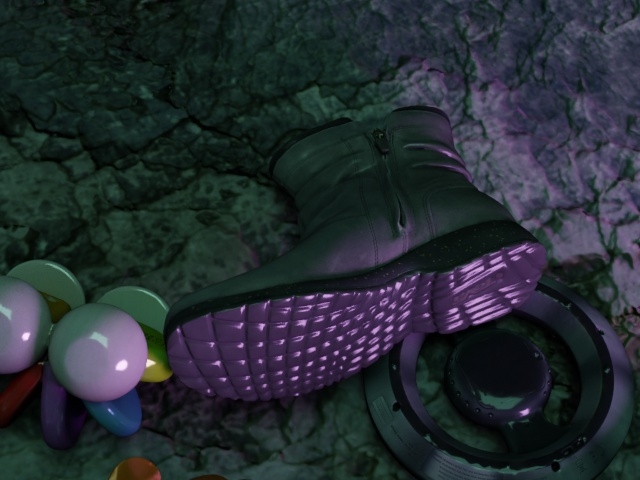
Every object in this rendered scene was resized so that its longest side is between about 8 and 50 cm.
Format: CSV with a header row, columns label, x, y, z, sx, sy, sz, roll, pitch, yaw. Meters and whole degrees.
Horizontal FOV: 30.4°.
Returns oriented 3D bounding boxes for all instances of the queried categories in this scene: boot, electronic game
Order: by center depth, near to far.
label,x,y,z,sx,sy,sz,roll,pitch,yaw
electronic game,0.150,0.118,1.000,0.229,0.048,0.229,0,55,0
boot,0.000,0.000,1.006,0.338,0.118,0.222,-12,45,-23

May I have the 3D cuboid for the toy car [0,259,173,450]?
label,x,y,z,sx,sy,sz,roll,pitch,yaw
toy car,-0.207,0.098,0.939,0.182,0.159,0.136,16,96,3

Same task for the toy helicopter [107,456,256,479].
label,x,y,z,sx,sy,sz,roll,pitch,yaw
toy helicopter,-0.178,0.282,0.815,0.355,0.235,0.140,-34,109,-9
